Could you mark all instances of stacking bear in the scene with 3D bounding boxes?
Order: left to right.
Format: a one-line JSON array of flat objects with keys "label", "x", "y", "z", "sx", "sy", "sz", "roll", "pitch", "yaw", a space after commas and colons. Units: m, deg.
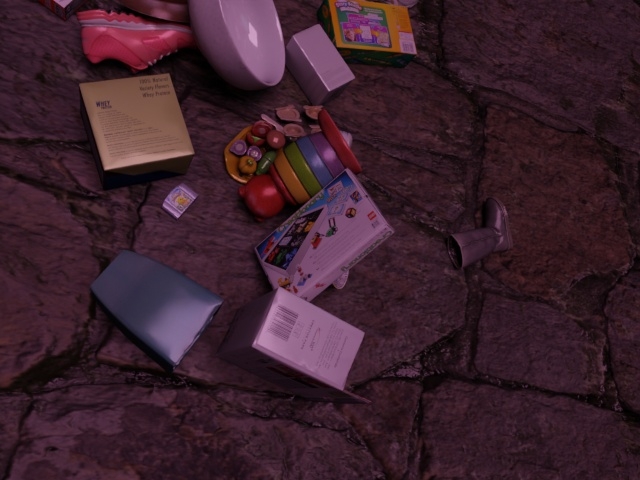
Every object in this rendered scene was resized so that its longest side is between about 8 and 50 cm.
[{"label": "stacking bear", "x": -0.059, "y": -0.158, "z": 1.322, "sx": 0.288, "sy": 0.164, "sz": 0.175, "roll": -31, "pitch": 124, "yaw": 6}]

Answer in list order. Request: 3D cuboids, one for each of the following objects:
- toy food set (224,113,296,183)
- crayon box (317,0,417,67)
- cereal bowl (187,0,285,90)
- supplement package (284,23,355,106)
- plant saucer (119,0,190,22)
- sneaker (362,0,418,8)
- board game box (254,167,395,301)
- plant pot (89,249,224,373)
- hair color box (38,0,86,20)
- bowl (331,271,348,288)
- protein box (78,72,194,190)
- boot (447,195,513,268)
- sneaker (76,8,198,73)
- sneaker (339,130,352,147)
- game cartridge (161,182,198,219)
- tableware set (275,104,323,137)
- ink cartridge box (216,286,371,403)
[{"label": "toy food set", "x": -0.152, "y": -0.244, "z": 1.382, "sx": 0.128, "sy": 0.071, "sz": 0.218, "roll": 41, "pitch": 64, "yaw": -9}, {"label": "crayon box", "x": 0.140, "y": -0.617, "z": 1.606, "sx": 0.278, "sy": 0.081, "sz": 0.166, "roll": -4, "pitch": 77, "yaw": -24}, {"label": "cereal bowl", "x": -0.222, "y": -0.533, "z": 1.338, "sx": 0.339, "sy": 0.141, "sz": 0.340, "roll": -10, "pitch": 90, "yaw": -70}, {"label": "supplement package", "x": -0.009, "y": -0.480, "z": 1.491, "sx": 0.105, "sy": 0.105, "sz": 0.179, "roll": -35, "pitch": 92, "yaw": -27}, {"label": "plant saucer", "x": -0.392, "y": -0.589, "z": 1.327, "sx": 0.198, "sy": 0.036, "sz": 0.199, "roll": 13, "pitch": 32, "yaw": -8}, {"label": "sneaker", "x": 0.219, "y": -0.789, "z": 1.666, "sx": 0.262, "sy": 0.121, "sz": 0.100, "roll": -8, "pitch": 80, "yaw": -25}, {"label": "board game box", "x": 0.000, "y": 0.000, "z": 1.244, "sx": 0.053, "sy": 0.305, "sz": 0.193, "roll": 32, "pitch": 23, "yaw": -52}, {"label": "plant pot", "x": -0.355, "y": 0.139, "z": 1.142, "sx": 0.234, "sy": 0.166, "sz": 0.166, "roll": 37, "pitch": 64, "yaw": -3}, {"label": "hair color box", "x": -0.651, "y": -0.616, "z": 1.279, "sx": 0.167, "sy": 0.053, "sz": 0.093, "roll": 35, "pitch": 64, "yaw": -10}, {"label": "bowl", "x": 0.011, "y": 0.038, "z": 1.355, "sx": 0.170, "sy": 0.080, "sz": 0.170, "roll": -3, "pitch": 90, "yaw": -68}, {"label": "protein box", "x": -0.420, "y": -0.247, "z": 1.230, "sx": 0.199, "sy": 0.136, "sz": 0.201, "roll": -16, "pitch": 83, "yaw": -26}, {"label": "boot", "x": 0.462, "y": -0.027, "z": 1.598, "sx": 0.208, "sy": 0.076, "sz": 0.190, "roll": -12, "pitch": 79, "yaw": -19}, {"label": "sneaker", "x": -0.431, "y": -0.479, "z": 1.326, "sx": 0.313, "sy": 0.116, "sz": 0.136, "roll": -5, "pitch": 112, "yaw": -33}, {"label": "sneaker", "x": 0.033, "y": -0.183, "z": 1.449, "sx": 0.086, "sy": 0.085, "sz": 0.238, "roll": 6, "pitch": 75, "yaw": 5}, {"label": "game cartridge", "x": -0.339, "y": -0.096, "z": 1.292, "sx": 0.056, "sy": 0.017, "sz": 0.083, "roll": 37, "pitch": 64, "yaw": -6}, {"label": "tableware set", "x": -0.040, "y": -0.314, "z": 1.438, "sx": 0.140, "sy": 0.020, "sz": 0.169, "roll": -5, "pitch": 50, "yaw": -17}, {"label": "ink cartridge box", "x": -0.048, "y": 0.240, "z": 1.161, "sx": 0.271, "sy": 0.309, "sz": 0.130, "roll": 30, "pitch": 66, "yaw": -14}]
